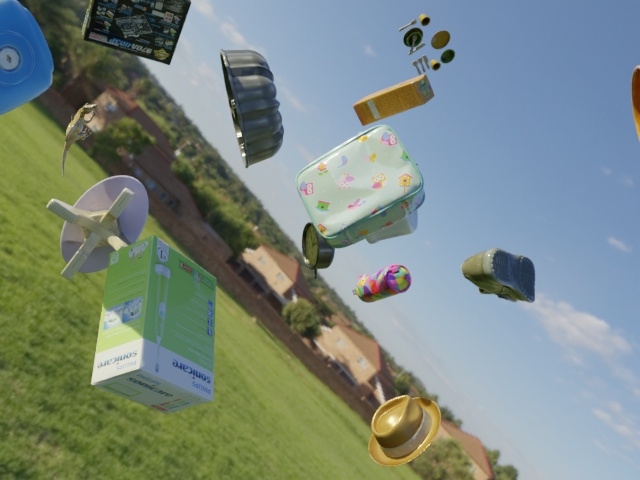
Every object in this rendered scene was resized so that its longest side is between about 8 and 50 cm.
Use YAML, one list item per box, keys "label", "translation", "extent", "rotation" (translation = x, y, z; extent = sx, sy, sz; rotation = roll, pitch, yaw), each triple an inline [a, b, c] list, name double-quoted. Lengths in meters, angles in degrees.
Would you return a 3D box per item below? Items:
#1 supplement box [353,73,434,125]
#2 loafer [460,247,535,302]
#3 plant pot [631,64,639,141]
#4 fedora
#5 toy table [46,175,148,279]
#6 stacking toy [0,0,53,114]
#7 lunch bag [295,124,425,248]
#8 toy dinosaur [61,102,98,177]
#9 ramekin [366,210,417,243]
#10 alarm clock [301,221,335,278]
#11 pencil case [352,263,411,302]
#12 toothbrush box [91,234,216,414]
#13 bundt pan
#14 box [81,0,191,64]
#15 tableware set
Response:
- label: "supplement box"
  translation: [0.212, -0.408, 1.871]
  extent: [0.234, 0.078, 0.080]
  rotation: [-13, -69, 46]
- label: "loafer"
  translation: [0.368, 0.070, 1.311]
  extent: [0.088, 0.094, 0.251]
  rotation: [-7, -23, 39]
- label: "plant pot"
  translation: [0.757, -0.275, 1.297]
  extent: [0.205, 0.188, 0.205]
  rotation: [-11, 90, -74]
- label: "fedora"
  translation: [0.178, 0.418, 1.462]
  extent: [0.079, 0.194, 0.194]
  rotation: [55, -6, -22]
- label: "toy table"
  translation: [-0.534, -0.031, 1.563]
  extent: [0.252, 0.274, 0.161]
  rotation: [24, 4, -16]
- label: "stacking toy"
  translation: [-0.651, -0.344, 1.167]
  extent: [0.302, 0.166, 0.175]
  rotation: [16, -45, 31]
- label: "lunch bag"
  translation: [0.095, -0.130, 1.492]
  extent: [0.224, 0.279, 0.108]
  rotation: [63, 5, 25]
- label: "toy dinosaur"
  translation: [-0.525, -0.231, 1.367]
  extent: [0.053, 0.183, 0.092]
  rotation: [30, 25, -13]
- label: "ramekin"
  translation: [0.188, -0.134, 1.807]
  extent: [0.277, 0.135, 0.277]
  rotation: [-8, 90, -74]
- label: "alarm clock"
  translation: [0.000, 0.000, 1.724]
  extent: [0.192, 0.064, 0.129]
  rotation: [104, -26, -44]
- label: "pencil case"
  translation: [0.196, 0.140, 2.068]
  extent: [0.104, 0.104, 0.236]
  rotation: [48, -27, -8]
- label: "toothbrush box"
  translation: [-0.314, 0.167, 1.254]
  extent: [0.206, 0.122, 0.283]
  rotation: [43, 33, -48]
- label: "bundt pan"
  translation: [-0.184, -0.372, 1.774]
  extent: [0.331, 0.124, 0.330]
  rotation: [167, -90, -81]
- label: "box"
  translation: [-0.446, -0.542, 1.556]
  extent: [0.220, 0.175, 0.051]
  rotation: [9, 34, -31]
- label: "tableware set"
  translation: [0.247, -0.445, 1.452]
  extent: [0.154, 0.104, 0.024]
  rotation: [51, 13, -48]
